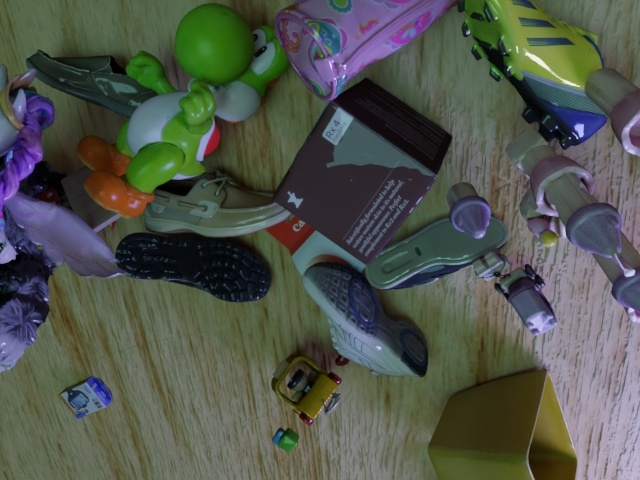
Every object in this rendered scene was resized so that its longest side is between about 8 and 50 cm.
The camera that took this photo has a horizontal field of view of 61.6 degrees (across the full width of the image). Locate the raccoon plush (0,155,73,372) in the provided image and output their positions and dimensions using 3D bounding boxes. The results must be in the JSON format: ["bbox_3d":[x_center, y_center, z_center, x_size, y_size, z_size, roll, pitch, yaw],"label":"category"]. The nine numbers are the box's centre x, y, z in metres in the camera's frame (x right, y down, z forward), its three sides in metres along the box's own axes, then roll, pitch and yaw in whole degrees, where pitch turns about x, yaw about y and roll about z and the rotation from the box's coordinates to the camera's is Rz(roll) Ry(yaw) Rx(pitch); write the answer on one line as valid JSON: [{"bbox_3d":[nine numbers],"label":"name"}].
[{"bbox_3d":[-0.638,0.025,0.982,0.299,0.447,0.216,-15,135,23],"label":"raccoon plush"}]

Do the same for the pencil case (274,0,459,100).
[{"bbox_3d":[0.082,-0.293,0.651,0.284,0.124,0.124,-38,101,-13],"label":"pencil case"}]

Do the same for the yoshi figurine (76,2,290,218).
[{"bbox_3d":[-0.215,-0.212,0.794,0.362,0.203,0.204,-39,98,6],"label":"yoshi figurine"}]

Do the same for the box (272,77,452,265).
[{"bbox_3d":[0.067,-0.108,0.778,0.167,0.203,0.168,35,121,0],"label":"box"}]

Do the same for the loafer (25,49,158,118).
[{"bbox_3d":[-0.377,-0.276,0.926,0.251,0.094,0.088,22,95,-2],"label":"loafer"}]

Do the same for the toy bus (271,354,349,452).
[{"bbox_3d":[-0.037,0.266,0.995,0.104,0.191,0.202,37,120,-1],"label":"toy bus"}]

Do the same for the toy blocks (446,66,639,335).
[{"bbox_3d":[0.339,0.019,0.656,0.309,0.260,0.288,-38,123,24],"label":"toy blocks"}]

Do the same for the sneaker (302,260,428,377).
[{"bbox_3d":[0.062,0.156,0.937,0.129,0.111,0.297,-26,118,36],"label":"sneaker"}]

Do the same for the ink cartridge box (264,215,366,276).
[{"bbox_3d":[0.000,0.000,0.944,0.179,0.045,0.145,40,119,-6],"label":"ink cartridge box"}]

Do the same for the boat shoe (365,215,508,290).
[{"bbox_3d":[0.191,0.023,0.882,0.233,0.079,0.084,-22,63,16],"label":"boat shoe"}]

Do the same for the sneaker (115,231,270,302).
[{"bbox_3d":[-0.235,0.044,1.025,0.283,0.124,0.107,16,84,-11],"label":"sneaker"}]

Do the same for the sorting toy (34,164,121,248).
[{"bbox_3d":[-0.375,-0.080,0.942,0.274,0.046,0.132,-33,64,-4],"label":"sorting toy"}]

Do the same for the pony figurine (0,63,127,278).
[{"bbox_3d":[-0.496,-0.046,0.760,0.363,0.303,0.351,-36,74,-4],"label":"pony figurine"}]

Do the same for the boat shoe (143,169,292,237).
[{"bbox_3d":[-0.192,-0.070,0.941,0.302,0.109,0.098,2,113,25],"label":"boat shoe"}]

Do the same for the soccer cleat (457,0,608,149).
[{"bbox_3d":[0.280,-0.239,0.675,0.121,0.093,0.289,-45,121,9],"label":"soccer cleat"}]

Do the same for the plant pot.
[{"bbox_3d":[0.312,0.373,0.932,0.187,0.212,0.212,-12,110,37],"label":"plant pot"}]

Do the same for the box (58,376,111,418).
[{"bbox_3d":[-0.581,0.389,1.332,0.136,0.028,0.081,-26,103,29],"label":"box"}]
